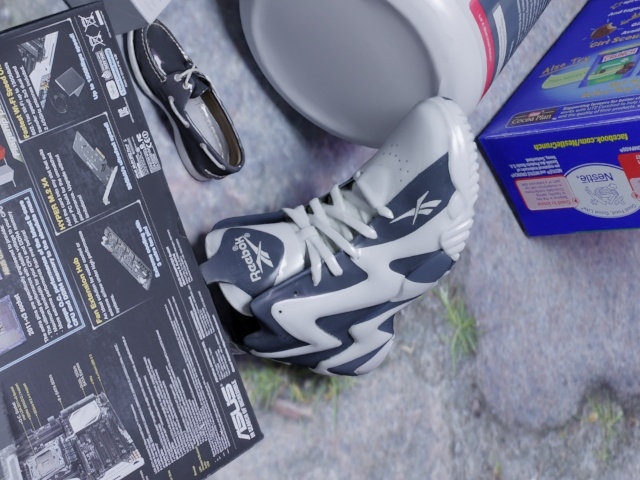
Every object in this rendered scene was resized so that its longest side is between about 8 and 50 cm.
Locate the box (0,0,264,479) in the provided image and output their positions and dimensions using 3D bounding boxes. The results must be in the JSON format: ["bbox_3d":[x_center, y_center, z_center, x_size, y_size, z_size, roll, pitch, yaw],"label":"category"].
[{"bbox_3d":[-0.184,0.038,0.863,0.242,0.076,0.307,-30,105,-42],"label":"box"}]

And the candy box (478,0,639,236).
[{"bbox_3d":[0.334,-0.145,1.258,0.317,0.268,0.122,-49,121,-36],"label":"candy box"}]

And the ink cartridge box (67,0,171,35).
[{"bbox_3d":[-0.114,-0.234,0.977,0.104,0.061,0.181,53,52,-26],"label":"ink cartridge box"}]

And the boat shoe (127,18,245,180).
[{"bbox_3d":[-0.091,-0.099,0.998,0.046,0.038,0.125,-36,109,-41],"label":"boat shoe"}]

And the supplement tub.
[{"bbox_3d":[0.082,-0.215,1.075,0.191,0.191,0.272,55,52,-24],"label":"supplement tub"}]

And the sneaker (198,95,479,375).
[{"bbox_3d":[0.000,0.000,0.979,0.153,0.235,0.094,1,48,-32],"label":"sneaker"}]
